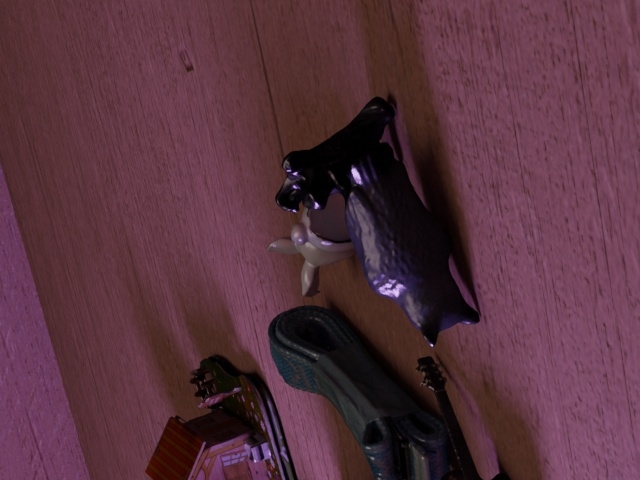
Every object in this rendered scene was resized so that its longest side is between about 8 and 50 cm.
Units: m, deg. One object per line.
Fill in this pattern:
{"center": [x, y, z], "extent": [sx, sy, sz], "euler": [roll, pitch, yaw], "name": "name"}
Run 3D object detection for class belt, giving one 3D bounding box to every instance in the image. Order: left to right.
{"center": [0.034, 0.162, 1.546], "extent": [0.302, 0.087, 0.072], "euler": [44, 144, 52], "name": "belt"}

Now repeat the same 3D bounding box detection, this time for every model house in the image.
{"center": [-0.161, 0.291, 2.101], "extent": [0.294, 0.154, 0.207], "euler": [10, 119, 69], "name": "model house"}

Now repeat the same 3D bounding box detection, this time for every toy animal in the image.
{"center": [0.005, -0.004, 1.499], "extent": [0.071, 0.085, 0.124], "euler": [50, 163, 6], "name": "toy animal"}
{"center": [0.072, -0.017, 1.297], "extent": [0.210, 0.121, 0.117], "euler": [50, 151, 12], "name": "toy animal"}

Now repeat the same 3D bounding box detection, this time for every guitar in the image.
{"center": [0.130, 0.208, 1.368], "extent": [0.025, 0.088, 0.233], "euler": [104, 152, -56], "name": "guitar"}
